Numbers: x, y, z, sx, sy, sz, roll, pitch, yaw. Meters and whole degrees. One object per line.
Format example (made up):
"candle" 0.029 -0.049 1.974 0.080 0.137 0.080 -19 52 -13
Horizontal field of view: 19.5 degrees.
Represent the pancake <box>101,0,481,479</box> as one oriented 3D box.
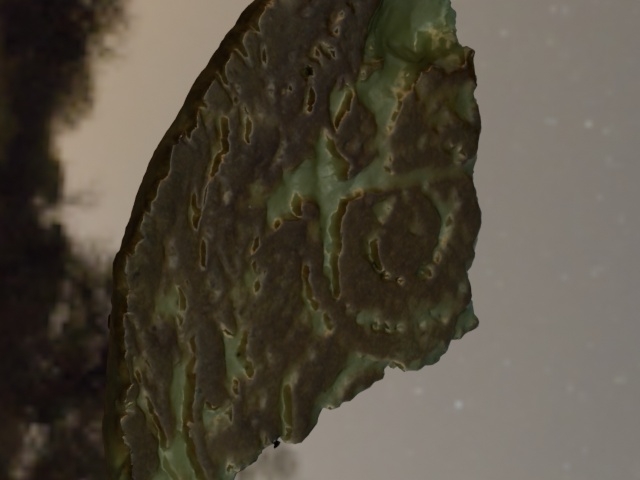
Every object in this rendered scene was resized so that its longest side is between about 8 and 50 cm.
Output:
"pancake" -0.004 -0.001 0.867 0.054 0.197 0.376 15 -105 57
